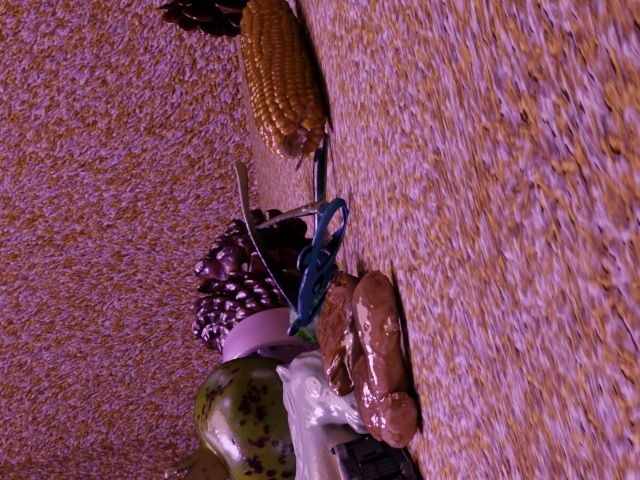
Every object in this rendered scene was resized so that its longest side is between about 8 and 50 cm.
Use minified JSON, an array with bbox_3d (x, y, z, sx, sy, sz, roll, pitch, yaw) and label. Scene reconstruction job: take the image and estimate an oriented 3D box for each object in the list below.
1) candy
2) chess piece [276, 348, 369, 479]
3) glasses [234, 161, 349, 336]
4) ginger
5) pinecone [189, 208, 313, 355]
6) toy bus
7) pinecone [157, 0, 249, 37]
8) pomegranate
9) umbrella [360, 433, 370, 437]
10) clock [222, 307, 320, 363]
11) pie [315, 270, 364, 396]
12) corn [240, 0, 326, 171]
[{"bbox_3d":[0.002,0.001,1.947,0.097,0.097,0.323,-110,18,-62],"label":"candy"},{"bbox_3d":[0.022,0.289,1.827,0.176,0.176,0.298,159,105,-85],"label":"chess piece"},{"bbox_3d":[-0.034,-0.011,1.858,0.207,0.102,0.239,60,157,29],"label":"glasses"},{"bbox_3d":[0.063,0.135,1.531,0.133,0.059,0.214,-149,46,-78],"label":"ginger"},{"bbox_3d":[-0.082,0.070,2.239,0.292,0.246,0.246,-83,-9,-46],"label":"pinecone"},{"bbox_3d":[0.072,0.291,1.654,0.194,0.087,0.089,-124,17,-77],"label":"toy bus"},{"bbox_3d":[-0.155,-0.407,2.160,0.208,0.208,0.207,169,90,-85],"label":"pinecone"},{"bbox_3d":[-0.102,0.277,1.983,0.211,0.263,0.211,47,165,18],"label":"pomegranate"},{"bbox_3d":[0.051,0.198,1.883,0.046,0.050,0.188,9,111,62],"label":"umbrella"},{"bbox_3d":[-0.050,0.192,2.110,0.068,0.197,0.196,-92,-3,-47],"label":"clock"},{"bbox_3d":[0.033,0.108,1.716,0.282,0.068,0.128,-88,9,-82],"label":"pie"},{"bbox_3d":[-0.053,-0.226,1.890,0.101,0.102,0.310,85,175,-50],"label":"corn"}]
